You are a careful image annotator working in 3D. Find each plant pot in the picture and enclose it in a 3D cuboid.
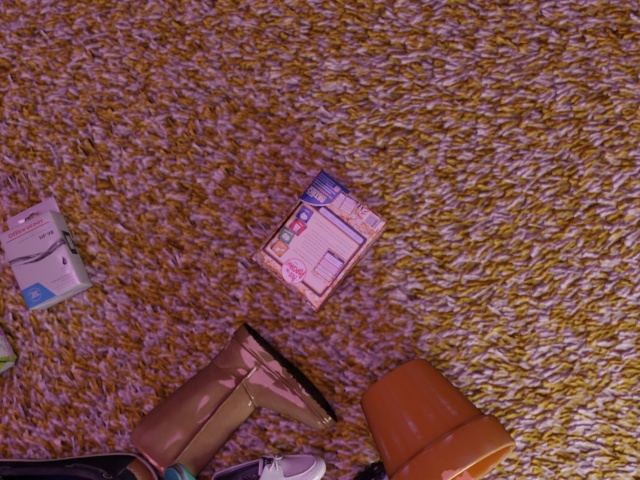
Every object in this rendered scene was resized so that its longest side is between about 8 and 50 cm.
[{"bbox_3d":[0.164,0.295,1.318,0.205,0.205,0.188,-35,65,2],"label":"plant pot"}]

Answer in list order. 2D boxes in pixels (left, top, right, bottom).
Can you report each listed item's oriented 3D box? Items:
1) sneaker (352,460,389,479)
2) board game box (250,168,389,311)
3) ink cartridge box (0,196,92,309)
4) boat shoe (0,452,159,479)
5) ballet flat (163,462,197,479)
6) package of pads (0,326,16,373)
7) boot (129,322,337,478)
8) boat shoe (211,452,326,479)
[{"bbox_3d":[0.063,0.470,1.364,0.086,0.085,0.237,27,83,-18],"label":"sneaker"},{"bbox_3d":[0.000,0.000,1.432,0.147,0.045,0.193,39,89,9],"label":"board game box"},{"bbox_3d":[-0.485,0.019,1.476,0.104,0.060,0.180,-26,82,3],"label":"ink cartridge box"},{"bbox_3d":[-0.515,0.452,1.387,0.500,0.156,0.186,-11,84,6],"label":"boat shoe"},{"bbox_3d":[-0.198,0.469,1.377,0.087,0.083,0.247,-10,98,-38],"label":"ballet flat"},{"bbox_3d":[-0.693,0.151,1.465,0.229,0.101,0.296,-36,82,2],"label":"package of pads"},{"bbox_3d":[-0.141,0.304,1.401,0.236,0.089,0.269,44,94,7],"label":"boot"},{"bbox_3d":[-0.085,0.373,1.363,0.184,0.066,0.063,-14,124,10],"label":"boat shoe"}]
